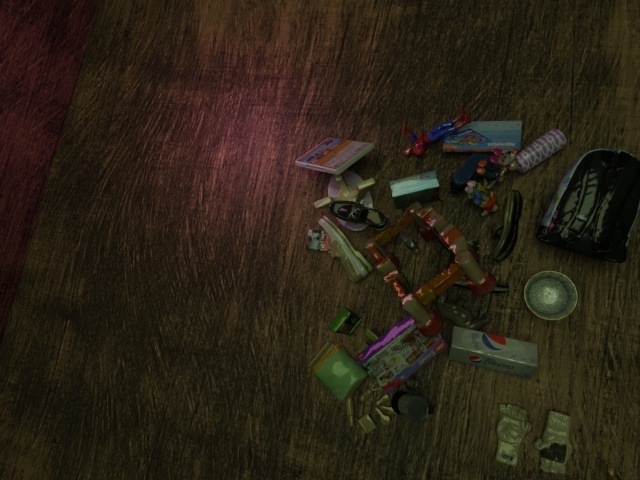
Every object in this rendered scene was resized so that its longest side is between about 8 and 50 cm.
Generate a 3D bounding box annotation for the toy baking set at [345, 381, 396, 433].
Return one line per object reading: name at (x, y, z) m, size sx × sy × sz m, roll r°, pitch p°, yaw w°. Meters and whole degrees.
toy baking set at (0.187, 0.599, 1.703) m, size 0.196 × 0.030 × 0.256 m, roll -13°, pitch 77°, yaw 10°

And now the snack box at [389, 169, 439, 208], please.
snack box at (0.362, -0.189, 1.701) m, size 0.174 × 0.207 × 0.070 m, roll -12°, pitch 77°, yaw 12°

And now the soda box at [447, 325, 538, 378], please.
soda box at (0.604, 0.393, 1.570) m, size 0.286 × 0.098 × 0.091 m, roll 11°, pitch 49°, yaw 16°

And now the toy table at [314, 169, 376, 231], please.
toy table at (0.108, -0.175, 1.794) m, size 0.252 × 0.161 × 0.274 m, roll -33°, pitch 74°, yaw 7°

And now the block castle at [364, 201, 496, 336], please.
block castle at (0.371, 0.090, 1.555) m, size 0.303 × 0.213 × 0.453 m, roll -40°, pitch 30°, yaw 9°

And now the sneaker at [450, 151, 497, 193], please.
sneaker at (0.589, -0.271, 1.728) m, size 0.232 × 0.090 × 0.081 m, roll -36°, pitch 70°, yaw -16°

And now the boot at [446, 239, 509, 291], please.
boot at (0.589, 0.095, 1.654) m, size 0.236 × 0.085 × 0.179 m, roll 10°, pitch 81°, yaw 17°

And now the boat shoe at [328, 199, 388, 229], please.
boat shoe at (0.139, -0.103, 1.652) m, size 0.232 × 0.079 × 0.084 m, roll 18°, pitch 89°, yaw 12°

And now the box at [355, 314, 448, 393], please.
box at (0.298, 0.401, 1.613) m, size 0.293 × 0.201 × 0.057 m, roll -37°, pitch 30°, yaw 0°

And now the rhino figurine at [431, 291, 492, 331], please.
rhino figurine at (0.504, 0.252, 1.655) m, size 0.243 × 0.073 × 0.106 m, roll 39°, pitch 89°, yaw 19°

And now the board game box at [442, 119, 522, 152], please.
board game box at (0.627, -0.403, 1.725) m, size 0.281 × 0.027 × 0.145 m, roll 5°, pitch 59°, yaw 22°

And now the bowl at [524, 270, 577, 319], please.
bowl at (0.807, 0.196, 1.578) m, size 0.170 × 0.080 × 0.170 m, roll -2°, pitch 80°, yaw 14°

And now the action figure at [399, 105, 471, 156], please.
action figure at (0.428, -0.436, 1.744) m, size 0.280 × 0.139 × 0.092 m, roll -35°, pitch 37°, yaw 27°

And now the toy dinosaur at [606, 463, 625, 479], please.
toy dinosaur at (0.979, 0.805, 1.404) m, size 0.211 × 0.112 × 0.064 m, roll 42°, pitch 92°, yaw 17°

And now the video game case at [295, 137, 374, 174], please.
video game case at (0.052, -0.345, 1.790) m, size 0.204 × 0.025 × 0.285 m, roll -39°, pitch 35°, yaw -21°

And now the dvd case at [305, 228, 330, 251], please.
dvd case at (0.000, 0.000, 1.867) m, size 0.119 × 0.013 × 0.087 m, roll 6°, pitch 82°, yaw 15°

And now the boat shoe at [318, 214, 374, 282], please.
boat shoe at (0.080, 0.033, 1.785) m, size 0.103 × 0.113 × 0.302 m, roll -41°, pitch 76°, yaw 4°

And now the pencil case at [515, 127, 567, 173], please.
pencil case at (0.816, -0.336, 1.674) m, size 0.206 × 0.088 × 0.086 m, roll -32°, pitch 118°, yaw 7°

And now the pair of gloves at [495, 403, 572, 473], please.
pair of gloves at (0.732, 0.680, 1.532) m, size 0.239 × 0.042 × 0.204 m, roll 3°, pitch 84°, yaw 18°

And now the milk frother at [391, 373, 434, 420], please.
milk frother at (0.335, 0.562, 1.610) m, size 0.129 × 0.134 × 0.143 m, roll -4°, pitch 80°, yaw -17°

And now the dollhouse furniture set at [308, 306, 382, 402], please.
dollhouse furniture set at (0.087, 0.437, 1.675) m, size 0.197 × 0.151 × 0.302 m, roll 39°, pitch 92°, yaw 28°

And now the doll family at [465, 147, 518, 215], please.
doll family at (0.630, -0.222, 1.660) m, size 0.118 × 0.163 × 0.263 m, roll 31°, pitch 100°, yaw 50°

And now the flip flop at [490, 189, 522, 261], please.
flip flop at (0.681, -0.055, 1.653) m, size 0.080 × 0.112 × 0.277 m, roll 8°, pitch 84°, yaw 42°

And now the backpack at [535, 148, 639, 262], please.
backpack at (0.941, -0.140, 1.533) m, size 0.290 × 0.273 × 0.356 m, roll 17°, pitch 106°, yaw 20°
